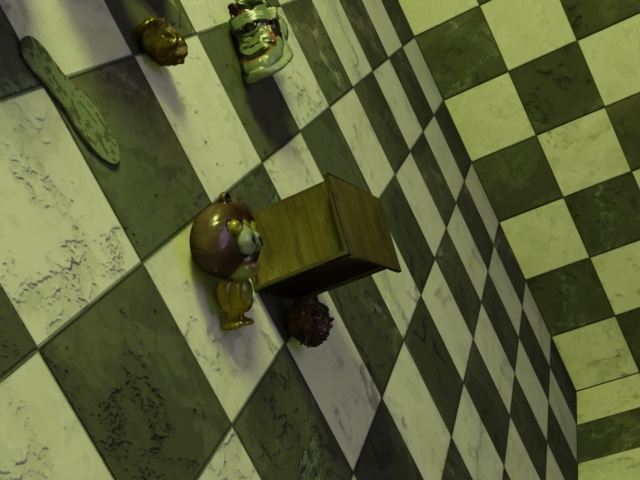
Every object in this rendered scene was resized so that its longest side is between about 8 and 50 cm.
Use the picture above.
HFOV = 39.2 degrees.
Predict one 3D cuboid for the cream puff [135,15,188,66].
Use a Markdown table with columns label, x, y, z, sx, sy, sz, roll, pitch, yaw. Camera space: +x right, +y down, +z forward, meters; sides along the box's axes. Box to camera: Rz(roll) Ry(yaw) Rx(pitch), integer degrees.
| label | x | y | z | sx | sy | sz | roll | pitch | yaw |
| --- | --- | --- | --- | --- | --- | --- | --- | --- | --- |
| cream puff | -0.243 | -0.299 | 1.364 | 0.058 | 0.083 | 0.083 | -48 | 137 | -22 |

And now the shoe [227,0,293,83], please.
| label | x | y | z | sx | sy | sz | roll | pitch | yaw |
| --- | --- | --- | --- | --- | --- | --- | --- | --- | --- |
| shoe | -0.118 | -0.391 | 1.669 | 0.227 | 0.099 | 0.125 | -94 | 161 | -49 |

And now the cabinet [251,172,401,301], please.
| label | x | y | z | sx | sy | sz | roll | pitch | yaw |
| --- | --- | --- | --- | --- | --- | --- | --- | --- | --- |
| cabinet | 0.000 | 0.000 | 1.479 | 0.215 | 0.175 | 0.148 | 19 | 52 | -61 |

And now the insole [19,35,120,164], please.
| label | x | y | z | sx | sy | sz | roll | pitch | yaw |
| --- | --- | --- | --- | --- | --- | --- | --- | --- | --- |
| insole | -0.314 | -0.175 | 1.136 | 0.193 | 0.006 | 0.065 | 55 | 26 | -30 |

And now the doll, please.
| label | x | y | z | sx | sy | sz | roll | pitch | yaw |
| --- | --- | --- | --- | --- | --- | --- | --- | --- | --- |
| doll | -0.122 | 0.027 | 1.288 | 0.145 | 0.096 | 0.188 | -54 | 130 | -56 |

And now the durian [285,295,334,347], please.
| label | x | y | z | sx | sy | sz | roll | pitch | yaw |
| --- | --- | --- | --- | --- | --- | --- | --- | --- | --- |
| durian | -0.019 | 0.133 | 1.447 | 0.080 | 0.080 | 0.091 | 57 | 27 | -26 |
